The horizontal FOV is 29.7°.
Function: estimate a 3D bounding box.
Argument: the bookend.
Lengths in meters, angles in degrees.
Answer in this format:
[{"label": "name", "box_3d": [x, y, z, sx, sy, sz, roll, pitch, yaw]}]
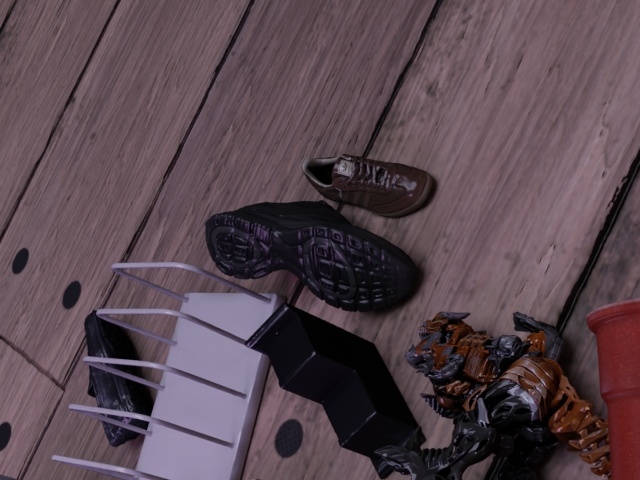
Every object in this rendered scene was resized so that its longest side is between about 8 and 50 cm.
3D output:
[{"label": "bookend", "box_3d": [0.016, 0.167, 1.340, 0.072, 0.156, 0.157, -46, 44, 17]}]

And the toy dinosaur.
[{"label": "toy dinosaur", "box_3d": [0.179, 0.174, 1.185, 0.218, 0.164, 0.322, -49, 18, -9]}]

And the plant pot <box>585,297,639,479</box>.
[{"label": "plant pot", "box_3d": [0.340, 0.195, 0.932, 0.272, 0.272, 0.265, -7, 73, 44]}]

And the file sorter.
[{"label": "file sorter", "box_3d": [-0.198, 0.176, 1.545, 0.192, 0.173, 0.278, -2, 68, 45]}]

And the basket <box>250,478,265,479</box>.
[{"label": "basket", "box_3d": [-0.088, 0.356, 1.382, 0.167, 0.113, 0.103, -32, 45, 31]}]

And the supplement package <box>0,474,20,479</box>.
[{"label": "supplement package", "box_3d": [-0.407, 0.449, 1.578, 0.194, 0.149, 0.203, -58, 38, 7]}]

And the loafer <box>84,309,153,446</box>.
[{"label": "loafer", "box_3d": [-0.302, 0.192, 1.715, 0.078, 0.076, 0.223, -39, 49, 14]}]

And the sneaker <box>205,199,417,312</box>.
[{"label": "sneaker", "box_3d": [0.000, 0.000, 1.482, 0.286, 0.130, 0.109, 17, 121, 29]}]

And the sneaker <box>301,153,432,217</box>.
[{"label": "sneaker", "box_3d": [0.051, -0.072, 1.497, 0.188, 0.071, 0.066, 4, 72, 47]}]
